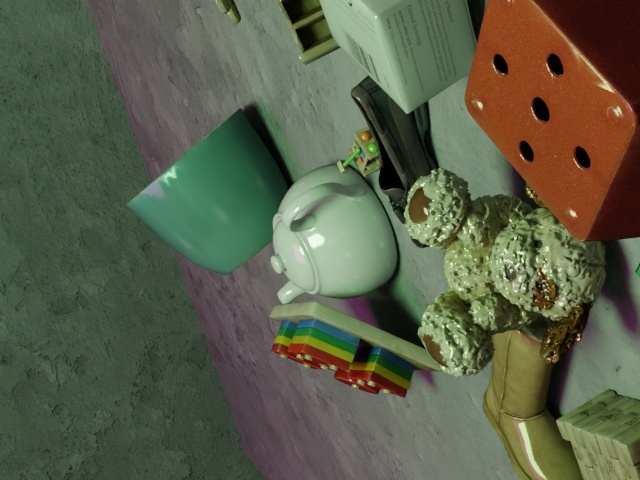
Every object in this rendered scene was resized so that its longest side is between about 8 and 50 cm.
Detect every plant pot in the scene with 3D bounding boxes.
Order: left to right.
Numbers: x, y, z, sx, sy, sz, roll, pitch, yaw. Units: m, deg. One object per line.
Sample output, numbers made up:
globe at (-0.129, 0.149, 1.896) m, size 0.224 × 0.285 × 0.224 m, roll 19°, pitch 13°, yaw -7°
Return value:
plant pot at (-0.193, -0.078, 2.307) m, size 0.235 × 0.293 × 0.293 m, roll 49°, pitch 163°, yaw -7°
plant pot at (0.277, -0.153, 1.000) m, size 0.267 × 0.236 × 0.267 m, roll 55°, pitch 160°, yaw 26°

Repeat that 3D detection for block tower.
block tower at (0.420, 0.264, 1.390) m, size 0.335 × 0.091 × 0.097 m, roll 12°, pitch 125°, yaw 67°

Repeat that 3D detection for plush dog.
plush dog at (0.251, 0.031, 1.447) m, size 0.225 × 0.211 × 0.262 m, roll 1°, pitch 99°, yaw 50°

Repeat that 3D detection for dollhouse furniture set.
dollhouse furniture set at (-0.025, -0.350, 1.605) m, size 0.161 × 0.212 × 0.242 m, roll 65°, pitch -172°, yaw 3°

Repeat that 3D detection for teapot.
teapot at (0.000, 0.000, 2.015) m, size 0.252 × 0.187 × 0.256 m, roll 23°, pitch 135°, yaw 62°

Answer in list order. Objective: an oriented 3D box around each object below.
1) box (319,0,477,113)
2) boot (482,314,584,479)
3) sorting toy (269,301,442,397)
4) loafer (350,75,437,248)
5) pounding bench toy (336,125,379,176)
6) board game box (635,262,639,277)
box at (0.088, -0.288, 1.450) m, size 0.181 × 0.119 × 0.182 m, roll 50°, pitch 171°, yaw 37°
boot at (0.302, 0.215, 1.646) m, size 0.236 × 0.089 × 0.269 m, roll 49°, pitch 155°, yaw 36°
sorting toy at (0.048, 0.200, 2.069) m, size 0.255 × 0.089 × 0.257 m, roll 24°, pitch 168°, yaw -15°
loafer at (0.109, -0.113, 1.714) m, size 0.109 × 0.095 × 0.302 m, roll 38°, pitch 148°, yaw 53°
pounding bench toy at (0.068, -0.137, 1.812) m, size 0.052 × 0.083 × 0.065 m, roll 58°, pitch 161°, yaw 18°
board game box at (0.450, 0.083, 1.143) m, size 0.317 × 0.046 × 0.213 m, roll 54°, pitch 158°, yaw 27°
